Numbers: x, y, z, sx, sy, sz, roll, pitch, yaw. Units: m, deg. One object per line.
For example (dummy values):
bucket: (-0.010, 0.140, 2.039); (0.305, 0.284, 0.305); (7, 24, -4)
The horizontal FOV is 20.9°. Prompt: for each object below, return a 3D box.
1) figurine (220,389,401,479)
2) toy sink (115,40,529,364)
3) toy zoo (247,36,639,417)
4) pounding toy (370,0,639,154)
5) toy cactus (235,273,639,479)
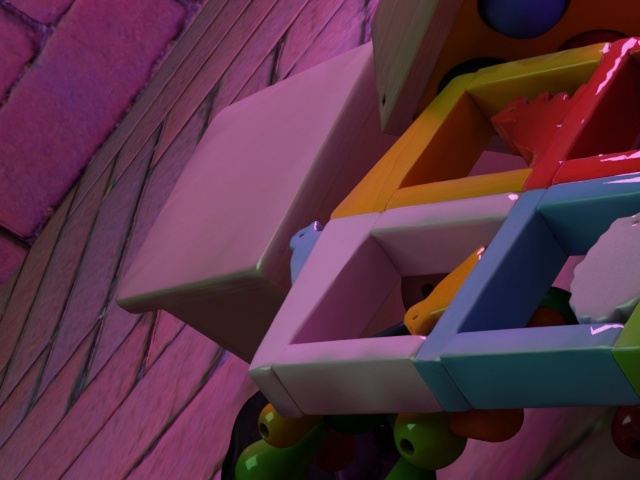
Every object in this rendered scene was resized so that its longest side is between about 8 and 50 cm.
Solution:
figurine: (-0.041, 0.205, 0.832); (0.215, 0.092, 0.209); (-51, 19, 27)
toy sink: (0.000, 0.000, 1.026); (0.234, 0.131, 0.153); (-15, 44, 63)
toy zoo: (0.092, -0.011, 0.676); (0.293, 0.030, 0.192); (-7, 38, 46)
pounding toy: (0.141, -0.130, 0.802); (0.206, 0.181, 0.094); (112, 161, -45)
toy cactus: (0.062, 0.055, 0.740); (0.219, 0.112, 0.180); (-31, 34, 43)
